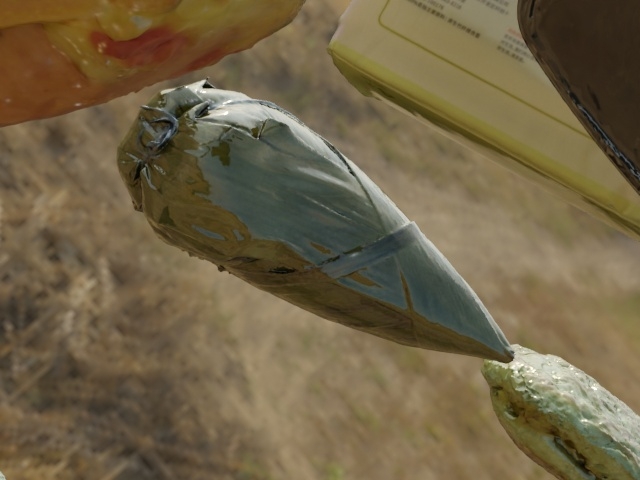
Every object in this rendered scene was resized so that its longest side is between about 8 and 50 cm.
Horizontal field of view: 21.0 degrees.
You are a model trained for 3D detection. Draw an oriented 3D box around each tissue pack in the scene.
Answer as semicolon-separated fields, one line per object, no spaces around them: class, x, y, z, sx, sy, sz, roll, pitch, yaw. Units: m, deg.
tissue pack;0.149;-0.107;0.977;0.234;0.159;0.125;30;-1;20

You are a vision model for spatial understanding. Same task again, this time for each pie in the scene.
pie;0.243;0.183;1.549;0.248;0.090;0.201;36;12;-13

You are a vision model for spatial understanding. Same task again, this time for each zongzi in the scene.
zongzi;0.000;0.000;1.255;0.274;0.125;0.251;37;8;26

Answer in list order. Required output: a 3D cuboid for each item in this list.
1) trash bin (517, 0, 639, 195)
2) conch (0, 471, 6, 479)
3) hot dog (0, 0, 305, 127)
trash bin;0.243;-0.136;0.716;0.182;0.290;0.209;57;-29;21
conch;-0.232;0.204;1.174;0.088;0.065;0.180;33;16;-4
hot dog;-0.049;-0.128;0.469;0.153;0.257;0.150;45;5;-20
